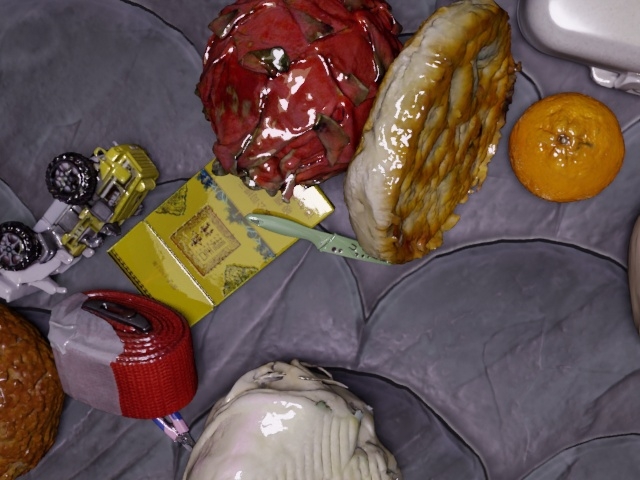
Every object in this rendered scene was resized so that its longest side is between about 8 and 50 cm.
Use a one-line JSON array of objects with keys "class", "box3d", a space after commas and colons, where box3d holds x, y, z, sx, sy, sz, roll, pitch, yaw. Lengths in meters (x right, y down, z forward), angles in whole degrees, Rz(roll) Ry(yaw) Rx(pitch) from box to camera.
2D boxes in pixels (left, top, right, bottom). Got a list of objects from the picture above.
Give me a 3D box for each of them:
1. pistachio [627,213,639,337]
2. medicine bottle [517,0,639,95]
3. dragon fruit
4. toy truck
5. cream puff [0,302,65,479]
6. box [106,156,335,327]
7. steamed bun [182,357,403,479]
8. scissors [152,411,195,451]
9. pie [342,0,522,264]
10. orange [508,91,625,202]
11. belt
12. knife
[{"class": "pistachio", "box3d": [0.435, 0.034, 0.867, 0.144, 0.144, 0.215, 3, 96, 6]}, {"class": "medicine bottle", "box3d": [0.432, -0.300, 0.827, 0.375, 0.123, 0.282, 15, 101, 3]}, {"class": "dragon fruit", "box3d": [-0.026, -0.179, 0.821, 0.244, 0.244, 0.299, 37, 63, 0]}, {"class": "toy truck", "box3d": [-0.328, -0.014, 0.939, 0.111, 0.136, 0.286, 44, 102, 2]}, {"class": "cream puff", "box3d": [-0.504, 0.207, 0.948, 0.303, 0.212, 0.303, 3, 102, 13]}, {"class": "box", "box3d": [-0.133, -0.015, 0.969, 0.279, 0.041, 0.153, -39, 94, 9]}, {"class": "steamed bun", "box3d": [-0.063, 0.292, 0.916, 0.268, 0.207, 0.280, 43, 75, -32]}, {"class": "scissors", "box3d": [-0.214, 0.255, 1.026, 0.039, 0.012, 0.113, -38, 93, 9]}, {"class": "pie", "box3d": [0.126, -0.118, 0.796, 0.092, 0.315, 0.315, 28, 100, 23]}, {"class": "orange", "box3d": [0.296, -0.110, 0.871, 0.135, 0.117, 0.136, 2, 105, 8]}, {"class": "belt", "box3d": [-0.256, 0.136, 0.934, 0.201, 0.128, 0.124, 14, 125, 21]}, {"class": "knife", "box3d": [0.000, 0.000, 0.939, 0.207, 0.014, 0.030, 16, 108, -14]}]
